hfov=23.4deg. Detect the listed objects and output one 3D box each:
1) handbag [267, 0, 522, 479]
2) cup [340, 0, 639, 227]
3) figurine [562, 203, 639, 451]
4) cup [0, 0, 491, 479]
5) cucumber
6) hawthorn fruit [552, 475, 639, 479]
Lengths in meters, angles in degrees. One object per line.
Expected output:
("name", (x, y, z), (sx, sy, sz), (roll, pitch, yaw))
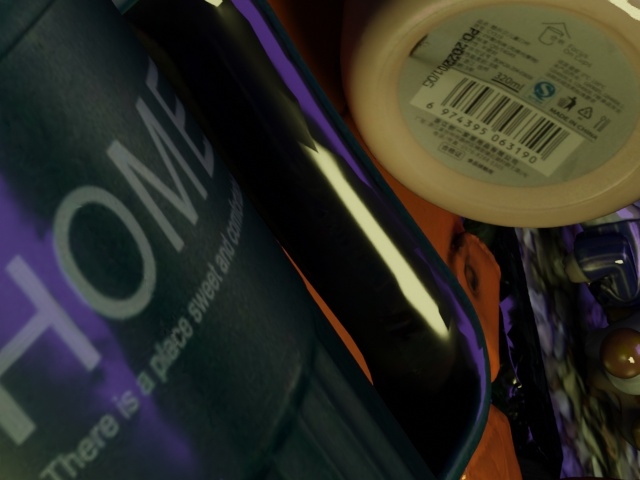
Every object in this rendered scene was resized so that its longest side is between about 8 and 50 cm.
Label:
("handbag", (0.000, 0.000, 0.808), (0.303, 0.116, 0.410), (31, 47, -51))
("cup", (0.090, -0.148, 0.745), (0.253, 0.191, 0.200), (52, 34, -33))
("figurine", (0.257, 0.055, 1.225), (0.194, 0.133, 0.274), (48, 20, -55))
("cup", (-0.087, 0.081, 0.471), (0.292, 0.242, 0.308), (55, 16, -20))
("cucumber", (0.120, 0.069, 1.056), (0.070, 0.046, 0.220), (1, 72, -52))
("hawthorn fruit", (0.186, 0.227, 0.944), (0.189, 0.189, 0.189), (38, 42, -45))
